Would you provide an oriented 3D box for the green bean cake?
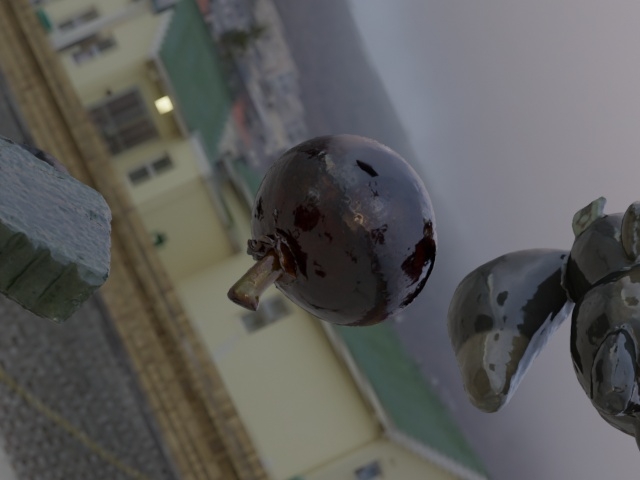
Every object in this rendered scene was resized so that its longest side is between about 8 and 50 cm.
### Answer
[{"bbox_3d":[-0.317,-0.018,1.779,0.185,0.094,0.183,37,21,-23],"label":"green bean cake"}]

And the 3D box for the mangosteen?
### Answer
[{"bbox_3d":[0.000,0.000,1.958,0.235,0.261,0.235,39,-36,35],"label":"mangosteen"}]

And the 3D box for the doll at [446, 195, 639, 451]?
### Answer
[{"bbox_3d":[0.347,0.142,2.087,0.252,0.378,0.382,43,36,-22],"label":"doll"}]

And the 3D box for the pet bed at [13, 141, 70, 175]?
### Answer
[{"bbox_3d":[-0.447,-0.084,2.367,0.201,0.201,0.053,-123,-143,-51],"label":"pet bed"}]
